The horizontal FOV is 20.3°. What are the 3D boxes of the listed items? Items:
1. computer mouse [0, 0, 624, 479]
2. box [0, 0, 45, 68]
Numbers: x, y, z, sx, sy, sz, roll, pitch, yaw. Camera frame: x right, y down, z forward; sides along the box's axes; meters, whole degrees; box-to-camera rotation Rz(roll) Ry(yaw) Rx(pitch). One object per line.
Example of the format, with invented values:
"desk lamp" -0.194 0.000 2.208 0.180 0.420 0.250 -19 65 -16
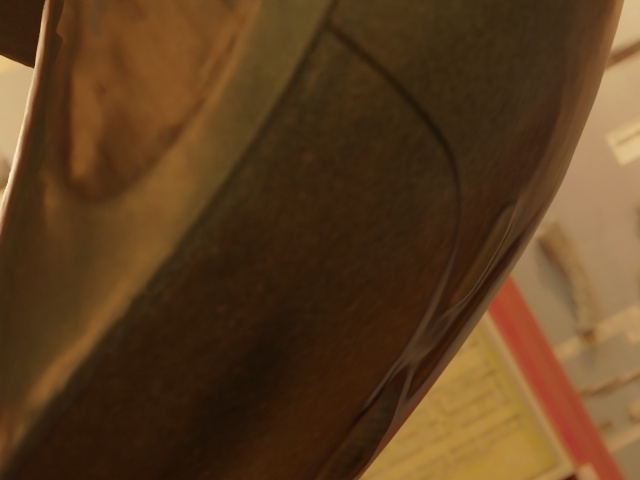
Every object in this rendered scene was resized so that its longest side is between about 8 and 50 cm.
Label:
"computer mouse" 0.000 0.000 0.398 0.167 0.090 0.379 -3 -69 -60
"box" -0.166 -0.150 0.518 0.180 0.325 0.047 101 -167 -59
